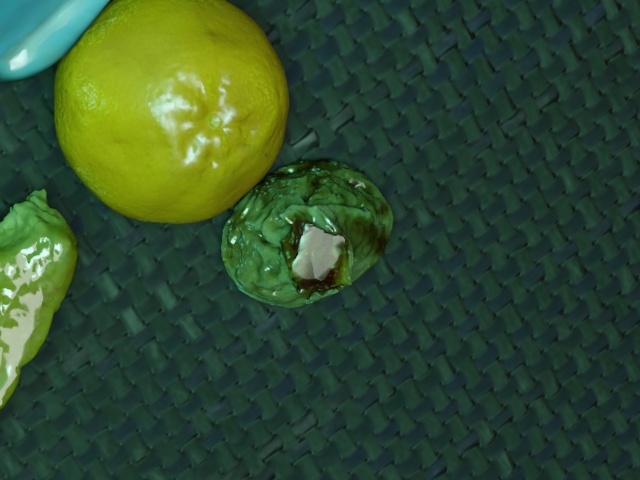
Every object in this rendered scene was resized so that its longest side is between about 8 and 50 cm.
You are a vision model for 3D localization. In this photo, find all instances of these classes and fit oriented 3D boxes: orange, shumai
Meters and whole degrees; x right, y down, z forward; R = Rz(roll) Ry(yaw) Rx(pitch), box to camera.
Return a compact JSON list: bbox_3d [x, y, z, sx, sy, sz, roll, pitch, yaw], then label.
[{"bbox_3d":[-0.094,-0.086,1.264,0.159,0.136,0.159,-8,107,-25],"label":"orange"},{"bbox_3d":[-0.001,-0.001,1.342,0.124,0.087,0.099,-31,107,-13],"label":"shumai"}]

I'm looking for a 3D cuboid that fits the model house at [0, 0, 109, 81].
[{"bbox_3d":[-0.232,-0.263,1.121,0.237,0.215,0.303,-42,87,14],"label":"model house"}]

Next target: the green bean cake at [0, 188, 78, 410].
[{"bbox_3d":[-0.299,0.029,1.222,0.236,0.124,0.233,31,90,-22],"label":"green bean cake"}]
